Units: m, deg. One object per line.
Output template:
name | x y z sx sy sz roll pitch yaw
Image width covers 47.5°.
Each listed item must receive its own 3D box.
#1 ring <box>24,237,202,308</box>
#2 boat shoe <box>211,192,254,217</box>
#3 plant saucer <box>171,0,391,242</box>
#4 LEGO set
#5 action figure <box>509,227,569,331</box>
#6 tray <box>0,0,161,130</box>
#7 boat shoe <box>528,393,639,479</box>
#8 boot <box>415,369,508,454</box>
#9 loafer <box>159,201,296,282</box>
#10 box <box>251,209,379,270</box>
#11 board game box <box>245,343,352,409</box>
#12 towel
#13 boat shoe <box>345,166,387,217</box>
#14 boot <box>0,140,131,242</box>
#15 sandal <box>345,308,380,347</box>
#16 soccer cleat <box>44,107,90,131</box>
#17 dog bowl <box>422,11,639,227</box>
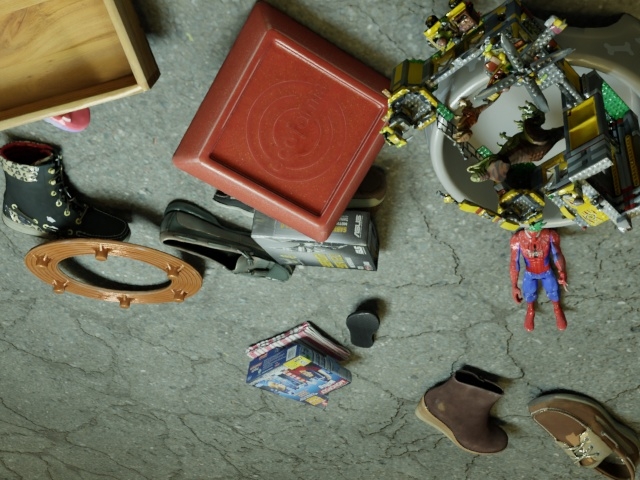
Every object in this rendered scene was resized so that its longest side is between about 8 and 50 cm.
ring | -0.399 0.074 1.411 0.336 0.032 0.336 3 157 1
boat shoe | -0.136 -0.068 1.244 0.125 0.038 0.046 19 -168 40
plant saucer | -0.035 -0.155 1.016 0.259 0.048 0.258 28 99 -16
LEGO set | 0.230 -0.107 0.855 0.255 0.192 0.331 -24 127 34
action figure | 0.377 0.085 1.243 0.091 0.139 0.280 -6 134 18
tray | -0.453 -0.262 1.003 0.410 0.076 0.203 -13 119 10
boat shoe | 0.591 0.438 1.600 0.324 0.116 0.123 29 136 -19
boot | 0.352 0.386 1.618 0.248 0.090 0.207 24 140 -9
loafer | -0.173 0.026 1.339 0.267 0.084 0.096 26 137 -16
box | 0.000 0.000 1.212 0.183 0.056 0.231 4 168 9
board game box | -0.028 0.298 1.596 0.194 0.060 0.194 32 136 -28
towel | -0.051 0.249 1.611 0.197 0.029 0.144 -27 129 36
boat shoe | -0.025 -0.074 1.187 0.257 0.095 0.095 9 145 3
boot | -0.457 -0.075 1.297 0.236 0.085 0.179 13 136 -4
sandal | 0.087 0.172 1.486 0.067 0.040 0.179 13 154 7
soccer cleat | -0.469 -0.245 1.113 0.248 0.083 0.095 35 145 -22
dog bowl | 0.308 -0.154 1.008 0.348 0.102 0.349 7 138 6
